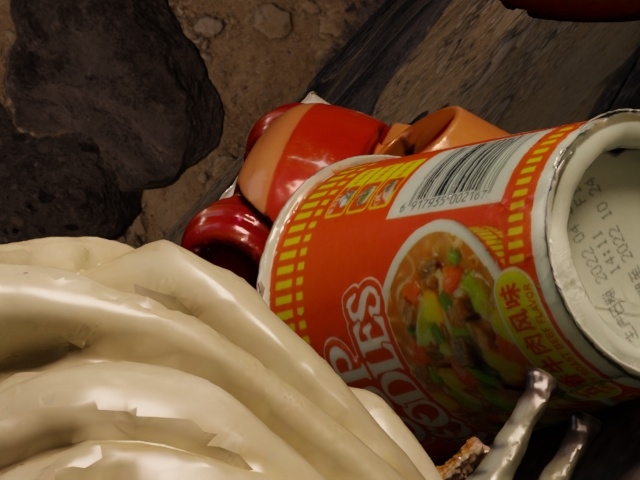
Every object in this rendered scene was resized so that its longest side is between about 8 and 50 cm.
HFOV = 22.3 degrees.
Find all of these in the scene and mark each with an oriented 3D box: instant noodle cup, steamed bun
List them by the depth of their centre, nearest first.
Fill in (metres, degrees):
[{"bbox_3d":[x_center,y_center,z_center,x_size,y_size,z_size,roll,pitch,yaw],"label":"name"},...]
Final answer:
[{"bbox_3d":[-0.044,0.175,0.595,0.352,0.247,0.339,136,129,-59],"label":"steamed bun"},{"bbox_3d":[0.101,0.021,0.833,0.212,0.193,0.193,-20,30,56],"label":"instant noodle cup"}]

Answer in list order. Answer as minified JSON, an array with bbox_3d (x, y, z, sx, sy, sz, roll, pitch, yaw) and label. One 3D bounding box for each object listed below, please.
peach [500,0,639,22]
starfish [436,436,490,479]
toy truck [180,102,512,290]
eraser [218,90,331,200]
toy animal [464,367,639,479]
[{"bbox_3d":[0.220,-0.321,1.115,0.310,0.335,0.406,-9,6,23],"label":"peach"},{"bbox_3d":[-0.018,0.147,0.812,0.227,0.240,0.043,-8,50,13],"label":"starfish"},{"bbox_3d":[0.043,0.027,1.103,0.189,0.239,0.265,-61,-26,-51],"label":"toy truck"},{"bbox_3d":[0.000,0.000,1.306,0.157,0.038,0.230,-50,-35,-6],"label":"eraser"},{"bbox_3d":[0.090,0.141,0.686,0.176,0.073,0.217,-63,19,-17],"label":"toy animal"}]
